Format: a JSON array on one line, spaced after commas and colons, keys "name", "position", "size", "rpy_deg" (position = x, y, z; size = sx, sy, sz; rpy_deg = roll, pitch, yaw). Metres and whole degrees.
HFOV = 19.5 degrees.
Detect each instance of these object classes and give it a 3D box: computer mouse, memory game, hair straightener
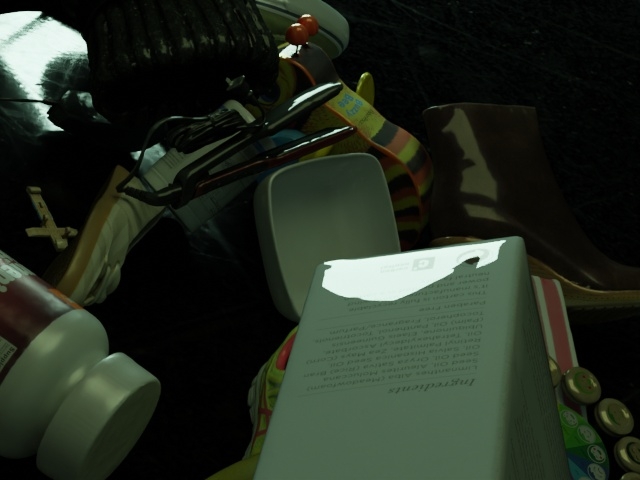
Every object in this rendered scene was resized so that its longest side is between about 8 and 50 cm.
[{"name": "computer mouse", "position": [-0.258, -0.113, 1.688], "size": [0.242, 0.041, 0.071], "rpy_deg": [9, 28, -12]}, {"name": "memory game", "position": [0.202, 0.171, 1.552], "size": [0.186, 0.012, 0.186], "rpy_deg": [17, 48, -20]}, {"name": "hair straightener", "position": [-0.076, -0.094, 1.572], "size": [0.230, 0.089, 0.047], "rpy_deg": [-23, 15, -27]}]

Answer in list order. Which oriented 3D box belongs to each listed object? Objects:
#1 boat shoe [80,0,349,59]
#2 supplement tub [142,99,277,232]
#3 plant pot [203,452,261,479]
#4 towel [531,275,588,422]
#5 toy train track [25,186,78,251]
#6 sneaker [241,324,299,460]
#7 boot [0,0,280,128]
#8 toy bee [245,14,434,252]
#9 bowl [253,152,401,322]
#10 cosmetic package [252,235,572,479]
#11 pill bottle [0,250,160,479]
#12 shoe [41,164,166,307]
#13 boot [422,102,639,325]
[{"name": "boat shoe", "position": [-0.112, -0.213, 1.885], "size": [0.302, 0.109, 0.094], "rpy_deg": [10, 72, -25]}, {"name": "supplement tub", "position": [-0.096, -0.066, 1.639], "size": [0.071, 0.107, 0.071], "rpy_deg": [49, -5, 5]}, {"name": "plant pot", "position": [-0.051, 0.209, 1.286], "size": [0.095, 0.134, 0.134], "rpy_deg": [-6, 30, 13]}, {"name": "towel", "position": [0.139, 0.094, 1.602], "size": [0.197, 0.029, 0.144], "rpy_deg": [7, 64, -30]}, {"name": "toy train track", "position": [-0.233, -0.022, 1.587], "size": [0.048, 0.014, 0.083], "rpy_deg": [0, 39, -33]}, {"name": "sneaker", "position": [-0.013, 0.141, 1.421], "size": [0.081, 0.094, 0.208], "rpy_deg": [14, 35, -19]}, {"name": "boot", "position": [-0.222, -0.210, 1.703], "size": [0.348, 0.131, 0.260], "rpy_deg": [-17, 64, 11]}, {"name": "toy bee", "position": [-0.013, -0.116, 1.733], "size": [0.298, 0.162, 0.195], "rpy_deg": [17, 35, -11]}, {"name": "bowl", "position": [0.000, 0.000, 1.624], "size": [0.142, 0.053, 0.142], "rpy_deg": [-13, 92, -42]}, {"name": "cosmetic package", "position": [0.064, 0.205, 1.195], "size": [0.161, 0.230, 0.453], "rpy_deg": [-8, 25, 13]}, {"name": "pill bottle", "position": [-0.232, 0.080, 1.340], "size": [0.221, 0.121, 0.121], "rpy_deg": [33, 33, 14]}, {"name": "shoe", "position": [-0.175, 0.005, 1.526], "size": [0.058, 0.076, 0.219], "rpy_deg": [36, 28, -9]}, {"name": "boot", "position": [0.215, -0.028, 1.738], "size": [0.248, 0.090, 0.207], "rpy_deg": [2, 74, -23]}]
